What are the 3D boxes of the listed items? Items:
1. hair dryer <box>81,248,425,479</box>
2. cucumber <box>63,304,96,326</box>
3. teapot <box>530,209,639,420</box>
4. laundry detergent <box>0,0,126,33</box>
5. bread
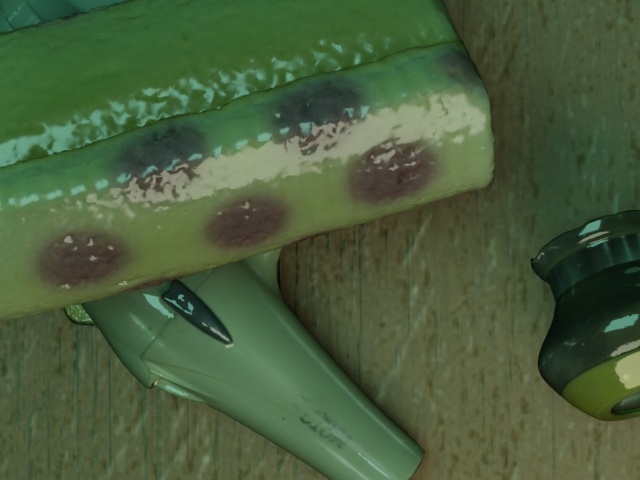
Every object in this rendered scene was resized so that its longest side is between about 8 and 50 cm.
[{"bbox_3d":[0.002,0.042,1.262,0.298,0.119,0.296,-30,88,-2],"label":"hair dryer"},{"bbox_3d":[-0.167,0.008,1.321,0.067,0.035,0.107,5,93,-15],"label":"cucumber"},{"bbox_3d":[0.218,0.047,1.196,0.165,0.130,0.119,-9,68,-19],"label":"teapot"},{"bbox_3d":[-0.107,-0.264,1.238,0.398,0.124,0.264,-41,81,30],"label":"laundry detergent"},{"bbox_3d":[-0.076,-0.072,1.154,0.338,0.155,0.187,-16,56,-5],"label":"bread"}]
